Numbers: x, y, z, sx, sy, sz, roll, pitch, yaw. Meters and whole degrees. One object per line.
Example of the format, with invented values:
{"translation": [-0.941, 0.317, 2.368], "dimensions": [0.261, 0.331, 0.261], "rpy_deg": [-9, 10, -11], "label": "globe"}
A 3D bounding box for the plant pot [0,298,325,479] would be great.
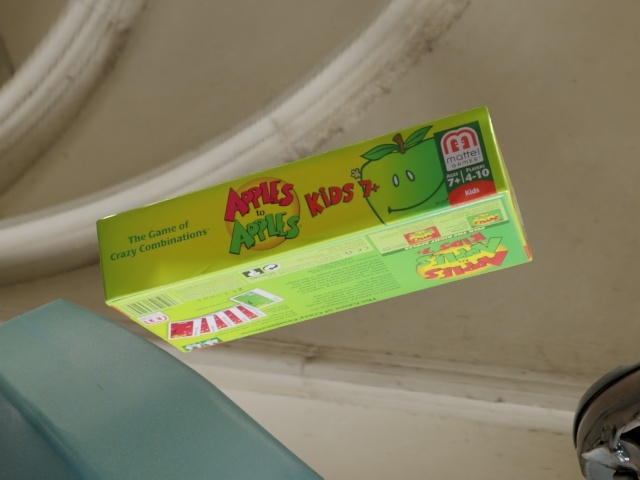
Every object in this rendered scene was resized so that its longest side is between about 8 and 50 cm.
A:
{"translation": [-0.158, 0.167, 0.782], "dimensions": [0.234, 0.165, 0.165], "rpy_deg": [43, -61, 11], "label": "plant pot"}

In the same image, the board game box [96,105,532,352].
{"translation": [0.000, 0.000, 0.519], "dimensions": [0.181, 0.092, 0.043], "rpy_deg": [-15, -113, 11], "label": "board game box"}

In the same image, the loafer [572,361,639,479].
{"translation": [0.239, 0.128, 0.761], "dimensions": [0.267, 0.096, 0.084], "rpy_deg": [109, -6, -55], "label": "loafer"}
